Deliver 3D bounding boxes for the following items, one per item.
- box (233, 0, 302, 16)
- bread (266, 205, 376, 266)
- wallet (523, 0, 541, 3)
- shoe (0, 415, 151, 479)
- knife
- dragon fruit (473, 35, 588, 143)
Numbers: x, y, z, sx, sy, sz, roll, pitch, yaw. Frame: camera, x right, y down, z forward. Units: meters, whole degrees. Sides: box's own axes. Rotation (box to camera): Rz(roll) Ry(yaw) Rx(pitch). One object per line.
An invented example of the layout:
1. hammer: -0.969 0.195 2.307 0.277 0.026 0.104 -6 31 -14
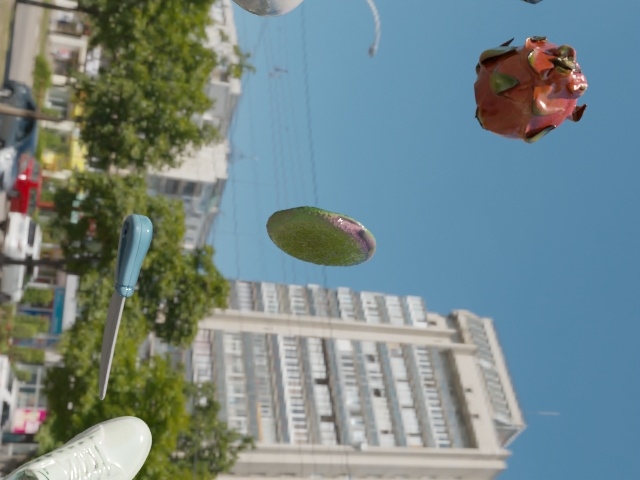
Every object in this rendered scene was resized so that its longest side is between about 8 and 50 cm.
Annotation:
1. box: -0.067 -0.535 1.238 0.349 0.289 0.141 -50 -159 2
2. bread: 0.000 0.000 1.654 0.228 0.228 0.033 135 -29 -60
3. wallet: 0.143 -0.430 0.982 0.406 0.062 0.228 32 -93 37
4. shoe: -0.325 0.304 1.045 0.095 0.265 0.110 53 -28 11
5. knife: -0.257 0.083 1.058 0.058 0.032 0.244 33 -69 52
6. dragon fruit: 0.430 -0.315 1.721 0.227 0.224 0.224 -25 -128 22
